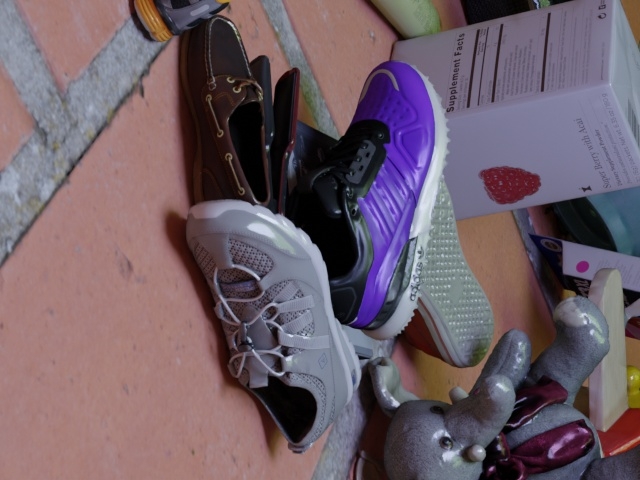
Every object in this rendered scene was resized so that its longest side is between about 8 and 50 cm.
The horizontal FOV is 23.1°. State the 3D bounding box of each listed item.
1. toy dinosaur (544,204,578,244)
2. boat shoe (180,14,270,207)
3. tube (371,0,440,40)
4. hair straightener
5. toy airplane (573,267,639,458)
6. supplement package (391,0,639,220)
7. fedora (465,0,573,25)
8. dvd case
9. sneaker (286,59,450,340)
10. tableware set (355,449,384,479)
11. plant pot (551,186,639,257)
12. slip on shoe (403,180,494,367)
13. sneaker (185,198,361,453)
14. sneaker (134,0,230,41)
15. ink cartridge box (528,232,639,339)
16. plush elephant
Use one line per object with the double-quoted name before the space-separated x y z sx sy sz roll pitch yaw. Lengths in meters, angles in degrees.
"toy dinosaur" 0.407 -0.043 2.527 0.268 0.064 0.118 -83 154 -43
"boat shoe" -0.080 -0.118 1.465 0.073 0.073 0.207 3 73 -42
"tube" 0.116 -0.289 2.001 0.070 0.062 0.240 -55 153 1
"hair straightener" -0.071 -0.080 1.541 0.089 0.047 0.230 21 64 -32
"toy airplane" 0.414 0.283 2.224 0.384 0.272 0.386 38 77 -34
"supplement package" 0.245 -0.158 1.931 0.177 0.293 0.175 57 32 -40
"fedora" 0.306 -0.335 2.302 0.334 0.152 0.334 36 48 -56
"dvd case" 0.000 0.000 1.659 0.179 0.029 0.239 21 62 -62
"sneaker" 0.039 -0.057 1.580 0.146 0.102 0.293 19 71 -38
"tableware set" 0.066 0.318 1.687 0.141 0.020 0.169 55 35 -42
"plant pot" 0.467 -0.083 2.372 0.293 0.196 0.293 52 -12 15
"slip on shoe" 0.101 0.015 1.783 0.123 0.101 0.331 -54 135 -31
"sneaker" -0.043 0.080 1.447 0.281 0.105 0.115 59 38 -33
"sneaker" -0.110 -0.273 1.467 0.084 0.083 0.215 51 35 -43
"ink cartridge box" 0.484 0.089 2.322 0.069 0.371 0.176 -60 141 -17
"plush elephant" 0.183 0.217 1.697 0.255 0.330 0.272 19 39 -43
